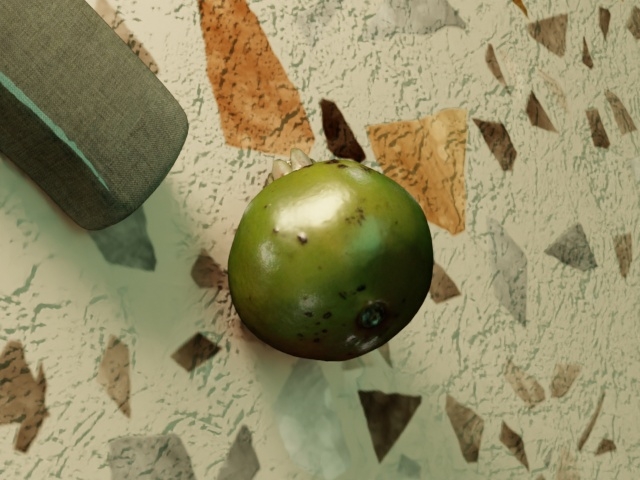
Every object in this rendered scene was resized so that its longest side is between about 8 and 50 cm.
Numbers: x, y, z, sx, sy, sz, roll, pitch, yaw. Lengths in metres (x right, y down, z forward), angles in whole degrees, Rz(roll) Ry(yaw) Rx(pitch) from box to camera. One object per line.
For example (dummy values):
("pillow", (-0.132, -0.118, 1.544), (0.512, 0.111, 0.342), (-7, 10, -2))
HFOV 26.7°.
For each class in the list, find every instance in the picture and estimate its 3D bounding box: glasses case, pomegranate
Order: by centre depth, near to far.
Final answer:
("glasses case", (-0.243, -0.156, 1.047), (0.323, 0.074, 0.131), (46, 47, -19))
("pomegranate", (0.000, 0.000, 1.162), (0.180, 0.180, 0.209), (13, 37, -39))
